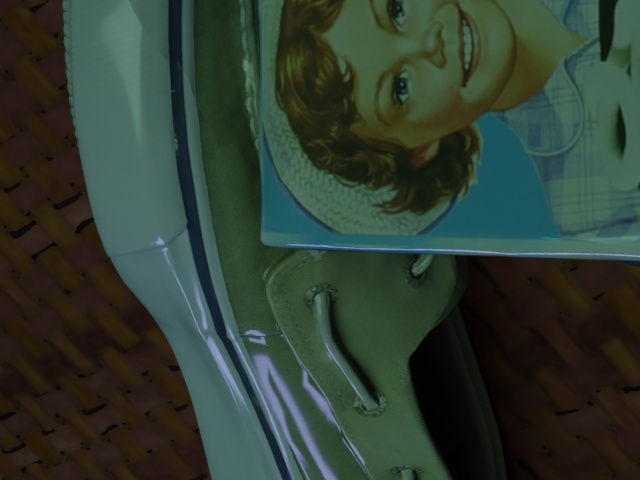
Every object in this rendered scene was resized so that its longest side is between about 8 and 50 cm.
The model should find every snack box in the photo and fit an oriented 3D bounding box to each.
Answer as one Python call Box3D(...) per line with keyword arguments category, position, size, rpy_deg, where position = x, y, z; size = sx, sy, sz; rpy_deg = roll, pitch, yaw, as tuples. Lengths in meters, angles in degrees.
Box3D(category="snack box", position=(0.080, -0.157, 0.307), size=(0.187, 0.060, 0.322), rpy_deg=(1, 93, 32))

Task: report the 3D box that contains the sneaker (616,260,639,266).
Box3D(category="sneaker", position=(0.135, -0.022, 0.476), size=(0.236, 0.130, 0.323), rpy_deg=(-14, 122, 49))

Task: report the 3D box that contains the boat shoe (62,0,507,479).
Box3D(category="boat shoe", position=(0.000, 0.000, 0.602), size=(0.094, 0.109, 0.302), rpy_deg=(-1, 137, 15))
